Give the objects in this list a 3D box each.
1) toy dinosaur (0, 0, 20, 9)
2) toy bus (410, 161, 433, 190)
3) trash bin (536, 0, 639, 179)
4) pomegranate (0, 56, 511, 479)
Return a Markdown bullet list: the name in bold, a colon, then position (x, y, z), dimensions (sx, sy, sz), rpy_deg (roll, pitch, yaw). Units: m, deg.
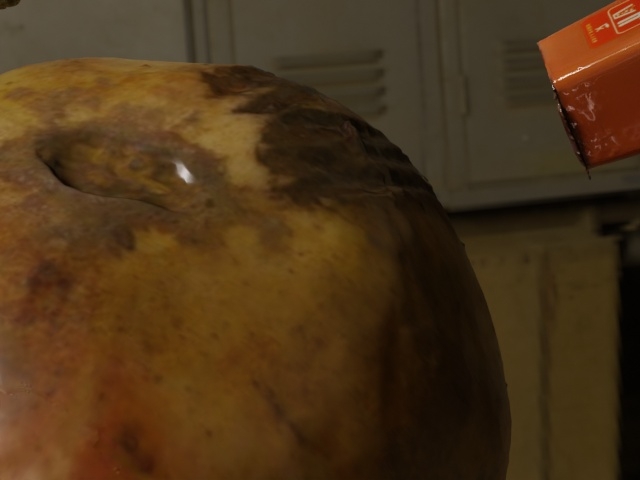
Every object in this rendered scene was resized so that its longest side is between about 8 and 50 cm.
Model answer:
- **toy dinosaur**: position (-0.287, -0.161, 1.286), dimensions (0.177, 0.152, 0.194), rpy_deg (48, -151, -64)
- **toy bus**: position (0.000, 0.000, 1.308), dimensions (0.201, 0.098, 0.114), rpy_deg (-59, 36, 4)
- **trash bin**: position (0.348, -0.164, 1.556), dimensions (0.184, 0.239, 0.161), rpy_deg (61, -167, -26)
- **pomegranate**: position (-0.076, 0.072, 0.644), dimensions (0.322, 0.322, 0.322), rpy_deg (174, 90, -76)
